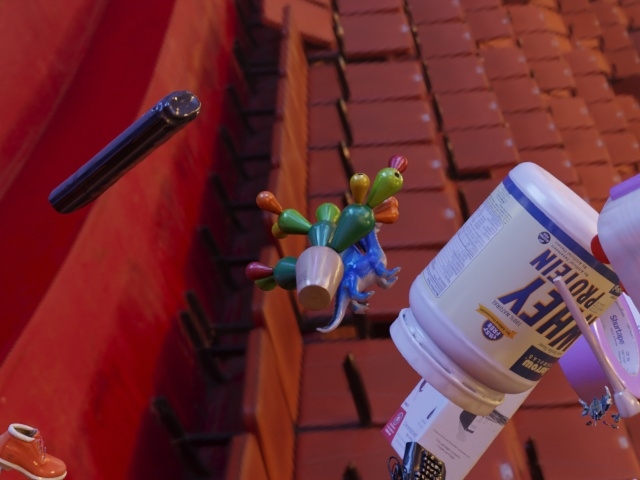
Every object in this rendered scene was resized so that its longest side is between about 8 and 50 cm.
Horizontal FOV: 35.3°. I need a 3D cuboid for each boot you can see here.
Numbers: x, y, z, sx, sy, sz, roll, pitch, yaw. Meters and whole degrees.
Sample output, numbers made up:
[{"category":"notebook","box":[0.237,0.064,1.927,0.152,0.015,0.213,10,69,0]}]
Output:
[{"category":"boot","box":[-0.521,0.389,1.843,0.158,0.084,0.059,31,10,-35]}]

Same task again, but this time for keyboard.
[{"category":"keyboard","box":[0.118,0.334,1.211,0.100,0.038,0.192,36,47,-27]}]

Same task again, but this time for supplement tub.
[{"category":"supplement tub","box":[0.280,0.074,1.478,0.235,0.324,0.235,37,15,-11]}]

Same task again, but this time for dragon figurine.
[{"category":"dragon figurine","box":[0.056,0.061,1.957,0.144,0.289,0.085,41,-21,17]}]

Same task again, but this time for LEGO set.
[{"category":"LEGO set","box":[0.362,0.219,1.284,0.023,0.054,0.083,27,14,-22]}]

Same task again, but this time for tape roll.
[{"category":"tape roll","box":[0.529,0.181,1.927,0.275,0.090,0.274,39,39,-40]}]

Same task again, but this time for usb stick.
[{"category":"usb stick","box":[-0.261,-0.111,1.316,0.045,0.278,0.077,58,38,-2]}]

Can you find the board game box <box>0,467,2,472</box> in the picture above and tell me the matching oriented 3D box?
[{"category":"board game box","box":[-0.633,0.425,1.828,0.090,0.090,0.020,-87,-165,-67]}]

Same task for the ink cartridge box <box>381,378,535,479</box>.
[{"category":"ink cartridge box","box":[0.248,0.286,1.781,0.114,0.272,0.197,39,-2,-8]}]

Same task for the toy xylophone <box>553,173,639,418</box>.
[{"category":"toy xylophone","box":[0.403,0.074,1.124,0.081,0.236,0.322,-27,95,-47]}]

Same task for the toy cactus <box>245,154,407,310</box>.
[{"category":"toy cactus","box":[0.000,0.000,1.067,0.112,0.219,0.180,52,24,-24]}]

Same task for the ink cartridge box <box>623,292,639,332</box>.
[{"category":"ink cartridge box","box":[0.653,0.157,2.141,0.296,0.261,0.066,-88,162,-45]}]

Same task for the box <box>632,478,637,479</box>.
[{"category":"box","box":[0.509,0.426,1.370,0.103,0.203,0.114,55,60,-83]}]
